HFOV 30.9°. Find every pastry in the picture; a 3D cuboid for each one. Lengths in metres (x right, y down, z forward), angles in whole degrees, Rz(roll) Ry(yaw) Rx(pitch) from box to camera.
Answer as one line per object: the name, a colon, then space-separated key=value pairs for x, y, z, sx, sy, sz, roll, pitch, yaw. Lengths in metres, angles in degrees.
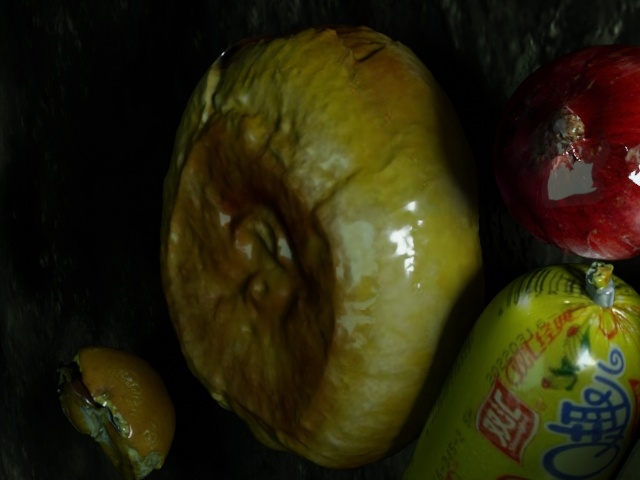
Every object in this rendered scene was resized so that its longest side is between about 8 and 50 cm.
pastry: x=0.000 y=0.000 z=0.902 sx=0.356 sy=0.164 sz=0.355 roll=9 pitch=102 yaw=53

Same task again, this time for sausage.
sausage: x=0.127 y=0.147 z=0.778 sx=0.123 sy=0.123 sz=0.347 roll=52 pitch=139 yaw=35

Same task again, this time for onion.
onion: x=0.165 y=-0.051 z=0.672 sx=0.131 sy=0.131 sz=0.131 roll=21 pitch=116 yaw=52

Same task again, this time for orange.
orange: x=-0.229 y=0.191 z=1.334 sx=0.160 sy=0.112 sz=0.170 roll=24 pitch=152 yaw=45

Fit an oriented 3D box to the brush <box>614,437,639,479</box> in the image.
brush: x=0.210 y=0.127 z=0.694 sx=0.043 sy=0.036 sz=0.248 roll=43 pitch=144 yaw=29
